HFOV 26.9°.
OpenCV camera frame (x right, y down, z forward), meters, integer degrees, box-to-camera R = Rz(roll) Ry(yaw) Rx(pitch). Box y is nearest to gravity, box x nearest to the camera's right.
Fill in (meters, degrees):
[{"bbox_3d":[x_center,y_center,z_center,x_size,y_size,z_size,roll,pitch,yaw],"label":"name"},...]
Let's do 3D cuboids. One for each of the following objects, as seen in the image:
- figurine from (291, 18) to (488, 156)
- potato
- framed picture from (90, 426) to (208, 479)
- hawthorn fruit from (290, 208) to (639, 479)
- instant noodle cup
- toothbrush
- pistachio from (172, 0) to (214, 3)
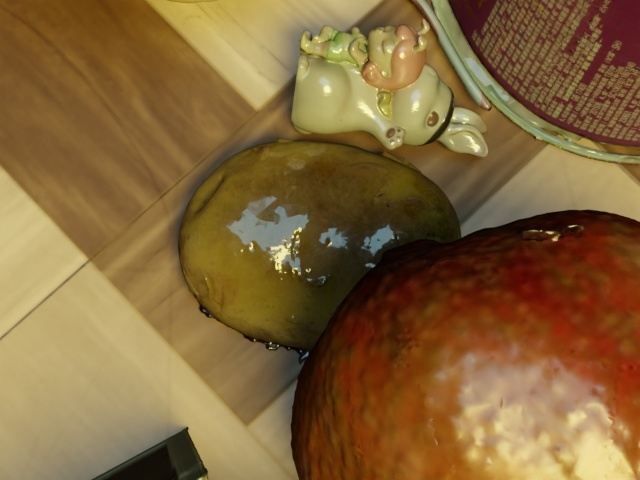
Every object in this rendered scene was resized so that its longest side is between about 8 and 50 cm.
[{"bbox_3d":[0.053,-0.105,0.952,0.146,0.098,0.081,8,63,2],"label":"figurine"},{"bbox_3d":[0.000,0.000,0.934,0.201,0.081,0.164,2,76,1],"label":"potato"},{"bbox_3d":[-0.200,0.200,0.801,0.293,0.231,0.018,-28,92,-8],"label":"framed picture"},{"bbox_3d":[0.148,0.157,0.798,0.285,0.285,0.368,-29,85,-9],"label":"hawthorn fruit"},{"bbox_3d":[0.247,-0.250,0.912,0.340,0.266,0.339,0,74,-1],"label":"instant noodle cup"},{"bbox_3d":[0.075,-0.173,1.007,0.019,0.013,0.193,-31,73,-3],"label":"toothbrush"},{"bbox_3d":[-0.110,-0.286,0.934,0.321,0.229,0.238,-24,120,-20],"label":"pistachio"}]
